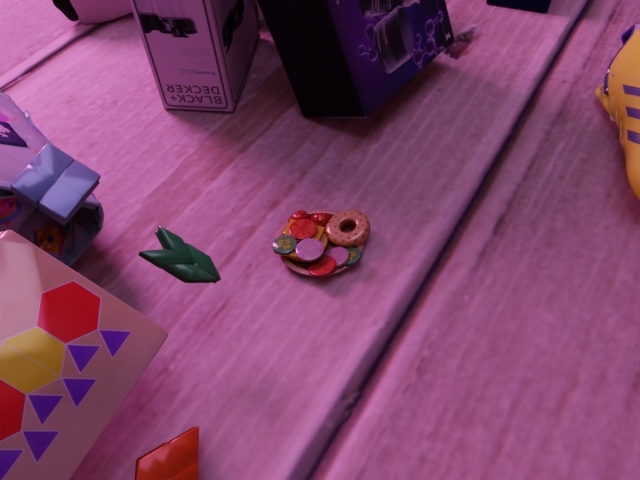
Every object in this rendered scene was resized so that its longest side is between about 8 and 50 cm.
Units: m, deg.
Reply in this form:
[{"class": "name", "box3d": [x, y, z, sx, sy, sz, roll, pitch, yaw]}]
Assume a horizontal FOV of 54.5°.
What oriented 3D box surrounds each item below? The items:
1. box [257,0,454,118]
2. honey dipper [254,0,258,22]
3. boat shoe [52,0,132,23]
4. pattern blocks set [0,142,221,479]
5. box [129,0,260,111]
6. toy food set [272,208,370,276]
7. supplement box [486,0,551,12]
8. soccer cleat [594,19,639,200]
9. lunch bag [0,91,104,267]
[{"class": "box", "box3d": [0.026, -0.286, 0.644, 0.103, 0.261, 0.184, 11, 46, 41]}, {"class": "honey dipper", "box3d": [-0.164, -0.301, 0.834, 0.161, 0.030, 0.030, -1, 49, 6]}, {"class": "boat shoe", "box3d": [-0.202, -0.415, 0.853, 0.341, 0.127, 0.158, -11, 58, -1]}, {"class": "pattern blocks set", "box3d": [-0.209, 0.099, 0.406, 0.285, 0.026, 0.324, 42, 61, -4]}, {"class": "box", "box3d": [-0.140, -0.300, 0.659, 0.087, 0.289, 0.169, 3, 51, 8]}, {"class": "toy food set", "box3d": [0.000, 0.000, 0.566, 0.083, 0.020, 0.082, 14, 52, 15]}, {"class": "supplement box", "box3d": [0.276, -0.358, 0.835, 0.083, 0.056, 0.083, 16, 52, 17]}, {"class": "soccer cleat", "box3d": [0.340, -0.135, 0.637, 0.121, 0.093, 0.289, -4, 46, 42]}, {"class": "lunch bag", "box3d": [-0.349, -0.035, 0.530, 0.262, 0.160, 0.223, -30, 54, -29]}]
